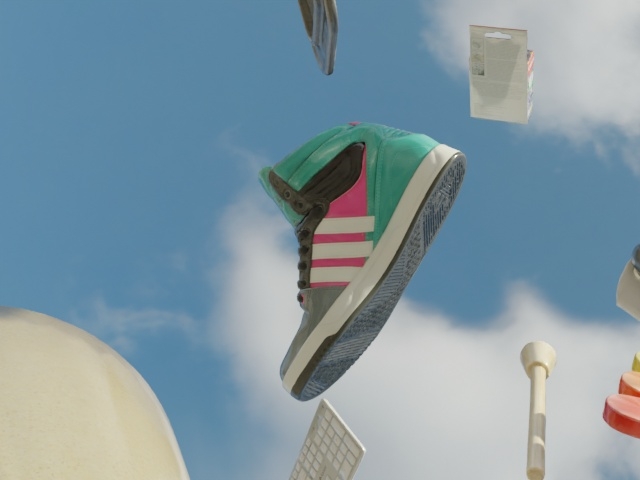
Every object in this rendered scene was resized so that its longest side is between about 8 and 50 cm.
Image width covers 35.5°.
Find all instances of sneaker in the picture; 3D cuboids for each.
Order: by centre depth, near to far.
[{"bbox_3d":[0.000,0.000,1.023,0.178,0.124,0.295,32,-89,23],"label":"sneaker"}]

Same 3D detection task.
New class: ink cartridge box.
[{"bbox_3d":[0.187,-0.176,1.032,0.063,0.029,0.115,11,-44,21],"label":"ink cartridge box"}]

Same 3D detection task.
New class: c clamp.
[{"bbox_3d":[-0.013,-0.177,0.642,0.022,0.161,0.137,-13,-92,-4],"label":"c clamp"}]

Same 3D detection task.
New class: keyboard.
[{"bbox_3d":[-0.015,0.272,0.996,0.072,0.014,0.256,53,-46,41],"label":"keyboard"}]

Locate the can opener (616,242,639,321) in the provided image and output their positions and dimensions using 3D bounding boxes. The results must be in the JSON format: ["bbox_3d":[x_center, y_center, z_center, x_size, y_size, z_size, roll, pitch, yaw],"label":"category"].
[{"bbox_3d":[0.377,0.097,0.835,0.283,0.095,0.076,37,-88,14],"label":"can opener"}]

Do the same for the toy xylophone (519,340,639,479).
[{"bbox_3d":[0.256,0.115,0.667,0.236,0.322,0.081,12,-74,3],"label":"toy xylophone"}]

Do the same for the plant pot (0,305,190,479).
[{"bbox_3d":[-0.146,0.180,0.438,0.274,0.257,0.256,-160,-106,-64],"label":"plant pot"}]
